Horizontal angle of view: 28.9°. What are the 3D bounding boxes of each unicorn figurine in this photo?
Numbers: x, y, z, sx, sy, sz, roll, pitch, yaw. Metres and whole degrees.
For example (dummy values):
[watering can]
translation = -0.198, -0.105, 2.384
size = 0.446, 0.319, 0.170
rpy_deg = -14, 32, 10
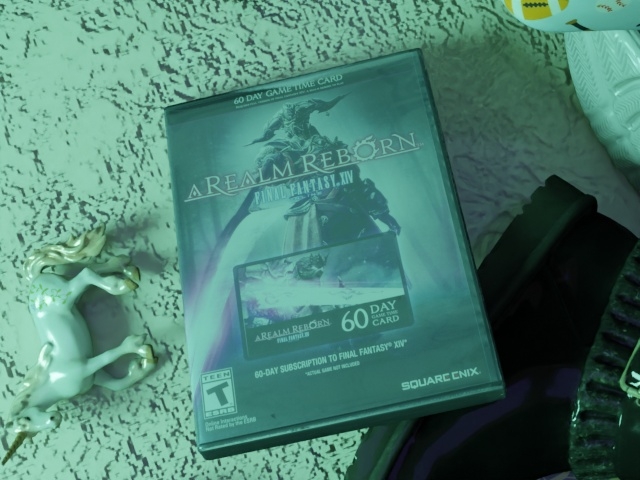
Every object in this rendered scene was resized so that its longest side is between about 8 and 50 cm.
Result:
[unicorn figurine]
translation = -0.175, 0.076, 0.883
size = 0.111, 0.060, 0.162
rpy_deg = -13, 68, -4

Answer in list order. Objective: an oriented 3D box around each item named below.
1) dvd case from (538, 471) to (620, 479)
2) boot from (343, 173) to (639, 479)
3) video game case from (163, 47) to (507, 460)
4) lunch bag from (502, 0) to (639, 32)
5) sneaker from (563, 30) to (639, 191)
[dvd case]
translation = 0.178, 0.234, 0.897
size = 0.221, 0.018, 0.164
rpy_deg = -28, 85, -6
[boot]
translation = 0.179, 0.145, 0.818
size = 0.260, 0.131, 0.348
rpy_deg = 33, 82, 18
[video game case]
translation = 0.000, 0.000, 0.842
size = 0.196, 0.026, 0.274
rpy_deg = -13, 59, 4
[lunch bag]
translation = 0.190, -0.277, 0.803
size = 0.243, 0.115, 0.303
rpy_deg = -6, 75, -28
[sneaker]
translation = 0.325, -0.084, 0.904
size = 0.180, 0.124, 0.321
rpy_deg = -40, 98, -11
